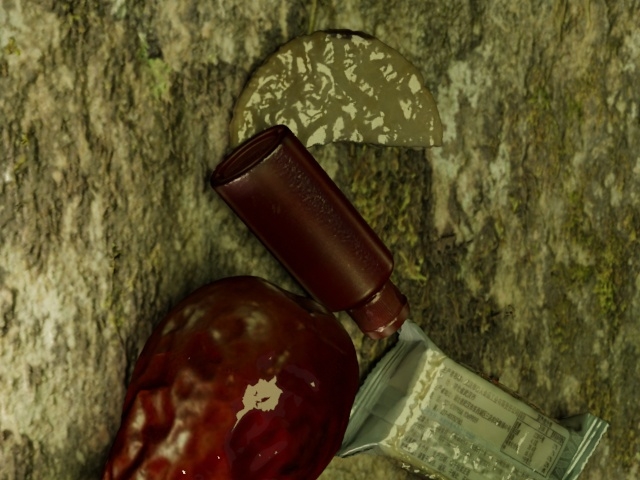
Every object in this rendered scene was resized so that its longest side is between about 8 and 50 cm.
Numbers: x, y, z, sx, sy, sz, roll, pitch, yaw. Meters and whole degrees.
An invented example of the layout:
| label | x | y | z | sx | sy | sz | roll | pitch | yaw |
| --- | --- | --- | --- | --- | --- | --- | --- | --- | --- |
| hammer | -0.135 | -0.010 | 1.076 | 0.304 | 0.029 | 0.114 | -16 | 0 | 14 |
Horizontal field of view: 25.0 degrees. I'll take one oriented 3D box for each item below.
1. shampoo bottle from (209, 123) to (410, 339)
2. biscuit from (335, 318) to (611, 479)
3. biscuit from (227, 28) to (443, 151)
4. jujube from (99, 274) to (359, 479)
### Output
| label | x | y | z | sx | sy | sz | roll | pitch | yaw |
| --- | --- | --- | --- | --- | --- | --- | --- | --- | --- |
| shampoo bottle | 0.000 | 0.000 | 1.519 | 0.102 | 0.064 | 0.260 | -33 | 120 | 12 |
| biscuit | 0.169 | 0.226 | 1.631 | 0.309 | 0.079 | 0.186 | 29 | 86 | -25 |
| biscuit | 0.020 | -0.158 | 1.538 | 0.250 | 0.032 | 0.133 | -3 | 98 | -24 |
| jujube | -0.098 | 0.191 | 1.446 | 0.223 | 0.223 | 0.318 | 30 | 92 | -25 |
